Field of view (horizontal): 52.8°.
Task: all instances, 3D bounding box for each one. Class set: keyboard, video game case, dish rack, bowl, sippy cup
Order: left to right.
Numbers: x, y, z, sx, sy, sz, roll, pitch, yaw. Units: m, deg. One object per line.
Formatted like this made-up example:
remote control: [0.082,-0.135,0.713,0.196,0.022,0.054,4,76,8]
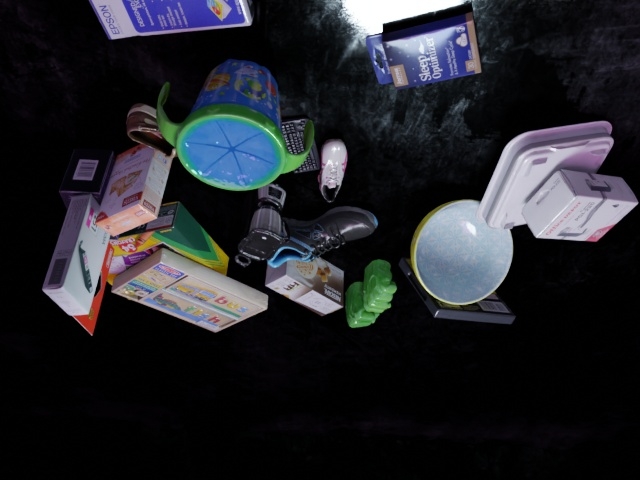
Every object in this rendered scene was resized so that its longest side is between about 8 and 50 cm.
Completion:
sippy cup: [-0.183,-0.267,1.415,0.240,0.224,0.305,-23,137,30]
keyboard: [-0.066,-0.235,1.621,0.108,0.023,0.180,-4,143,10]
bowl: [0.367,0.021,1.795,0.289,0.289,0.156,16,-175,-17]
video game case: [0.395,0.145,1.881,0.274,0.248,0.035,8,121,-25]
dish rack: [0.556,-0.141,1.590,0.285,0.072,0.333,-9,145,-11]

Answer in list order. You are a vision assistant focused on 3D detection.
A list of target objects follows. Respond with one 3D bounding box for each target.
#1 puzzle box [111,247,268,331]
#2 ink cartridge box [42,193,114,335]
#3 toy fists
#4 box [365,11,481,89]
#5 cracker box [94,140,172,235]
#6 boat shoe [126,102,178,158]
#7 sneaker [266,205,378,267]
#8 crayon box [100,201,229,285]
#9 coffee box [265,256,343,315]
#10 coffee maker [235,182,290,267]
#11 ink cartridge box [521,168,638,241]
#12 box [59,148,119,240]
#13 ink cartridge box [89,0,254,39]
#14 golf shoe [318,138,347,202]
puzzle box: [-0.401,0.167,2.012,0.272,0.052,0.409,-28,138,37]
ink cartridge box: [-0.570,0.064,1.604,0.060,0.275,0.239,-6,144,11]
toy fists: [0.160,0.187,2.081,0.096,0.142,0.279,16,143,-17]
box: [0.219,-0.393,1.368,0.225,0.036,0.136,-8,143,17]
cracker box: [-0.461,-0.138,1.610,0.155,0.232,0.067,-19,139,27]
boat shoe: [-0.357,-0.234,1.586,0.257,0.095,0.095,22,140,-24]
sneaker: [0.000,0.000,1.840,0.340,0.140,0.125,-11,140,18]
crayon box: [-0.515,0.042,1.970,0.362,0.106,0.313,-10,142,18]
coffee box: [-0.045,0.118,2.005,0.098,0.141,0.246,-29,132,36]
coffee maker: [-0.170,-0.048,1.755,0.171,0.178,0.120,-23,134,28]
ink cartridge box: [0.625,-0.081,1.561,0.217,0.092,0.158,4,139,-26]
box: [-0.596,-0.119,1.718,0.108,0.153,0.207,3,145,1]
ink cartridge box: [-0.307,-0.530,1.202,0.307,0.072,0.304,-1,145,10]
golf shoe: [0.035,-0.177,1.634,0.067,0.086,0.186,-4,144,-8]
